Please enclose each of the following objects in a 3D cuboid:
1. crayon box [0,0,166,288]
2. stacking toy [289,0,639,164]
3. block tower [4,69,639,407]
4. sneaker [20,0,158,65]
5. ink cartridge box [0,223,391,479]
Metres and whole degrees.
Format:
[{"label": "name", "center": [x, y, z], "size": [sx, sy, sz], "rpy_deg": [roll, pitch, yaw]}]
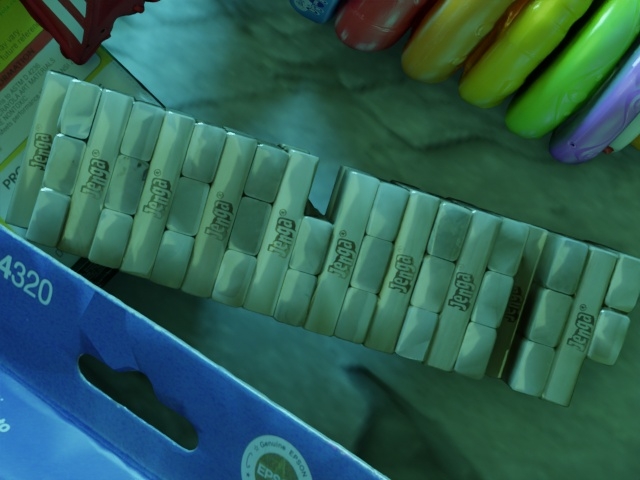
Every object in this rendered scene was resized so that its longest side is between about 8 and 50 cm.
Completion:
[{"label": "crayon box", "center": [-0.242, -0.089, 1.032], "size": [0.202, 0.081, 0.318], "rpy_deg": [-45, 79, 0]}, {"label": "stacking toy", "center": [0.144, -0.109, 0.961], "size": [0.302, 0.175, 0.165], "rpy_deg": [40, 84, -2]}, {"label": "block tower", "center": [0.000, 0.000, 0.929], "size": [0.335, 0.097, 0.091], "rpy_deg": [17, 93, -6]}, {"label": "sneaker", "center": [-0.098, -0.163, 0.984], "size": [0.087, 0.221, 0.128], "rpy_deg": [47, 116, 41]}, {"label": "ink cartridge box", "center": [-0.135, 0.189, 0.864], "size": [0.324, 0.071, 0.330], "rpy_deg": [30, 121, 30]}]
